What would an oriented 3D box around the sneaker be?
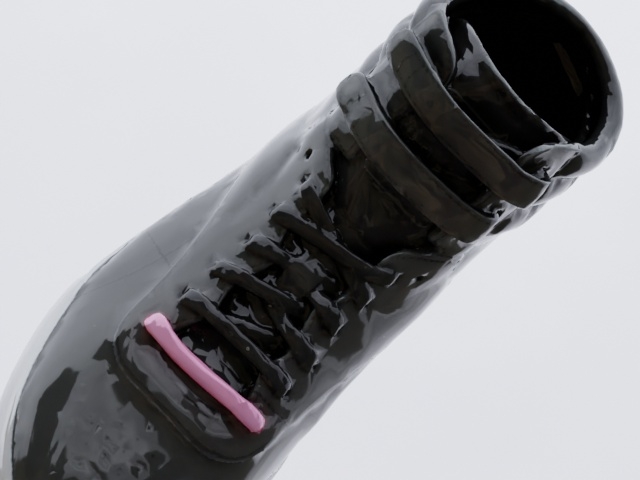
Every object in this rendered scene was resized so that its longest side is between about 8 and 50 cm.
[{"bbox_3d":[0.000,0.000,0.684,0.104,0.296,0.147,46,-36,1],"label":"sneaker"}]
